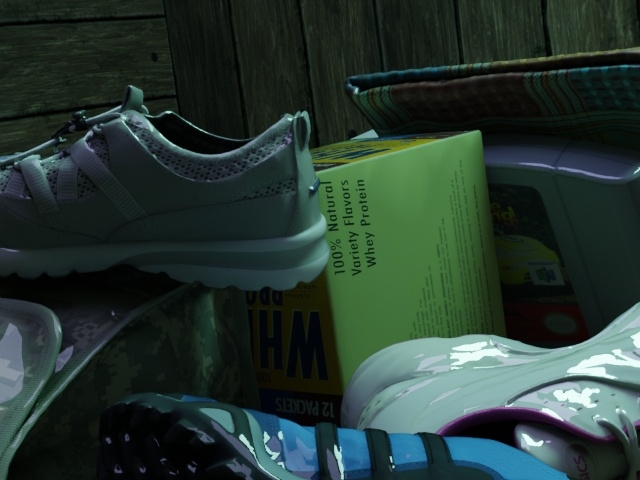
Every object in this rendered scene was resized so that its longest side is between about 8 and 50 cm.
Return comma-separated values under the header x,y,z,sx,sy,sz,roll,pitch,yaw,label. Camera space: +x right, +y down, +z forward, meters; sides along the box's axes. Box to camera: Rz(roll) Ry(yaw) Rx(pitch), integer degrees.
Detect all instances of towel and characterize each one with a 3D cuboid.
x,y,z,sx,sy,sz,roll,pitch,yaw,label
0.215,-0.039,1.096,0.272,0.040,0.370,-2,-29,32,towel

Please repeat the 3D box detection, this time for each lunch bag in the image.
x,y,z,sx,sy,sz,roll,pitch,yaw,label
-0.212,0.102,0.791,0.235,0.168,0.287,4,19,29,lunch bag

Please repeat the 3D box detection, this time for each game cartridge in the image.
x,y,z,sx,sy,sz,roll,pitch,yaw,label
0.150,0.006,1.039,0.294,0.196,0.060,-2,30,40,game cartridge

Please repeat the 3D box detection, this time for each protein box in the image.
x,y,z,sx,sy,sz,roll,pitch,yaw,label
0.023,0.031,0.938,0.136,0.199,0.201,-1,12,42,protein box

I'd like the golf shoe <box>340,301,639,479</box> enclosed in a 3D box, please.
x,y,z,sx,sy,sz,roll,pitch,yaw,label
0.164,0.105,0.686,0.306,0.115,0.140,-13,18,5,golf shoe

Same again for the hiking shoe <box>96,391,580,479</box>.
x,y,z,sx,sy,sz,roll,pitch,yaw,label
0.017,0.138,0.583,0.304,0.113,0.132,13,11,41,hiking shoe

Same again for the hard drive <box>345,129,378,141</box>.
x,y,z,sx,sy,sz,roll,pitch,yaw,label
-0.027,-0.042,1.544,0.210,0.040,0.319,-48,14,-25,hard drive

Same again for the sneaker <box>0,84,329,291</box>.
x,y,z,sx,sy,sz,roll,pitch,yaw,label
-0.133,-0.041,0.772,0.281,0.115,0.105,3,15,2,sneaker
